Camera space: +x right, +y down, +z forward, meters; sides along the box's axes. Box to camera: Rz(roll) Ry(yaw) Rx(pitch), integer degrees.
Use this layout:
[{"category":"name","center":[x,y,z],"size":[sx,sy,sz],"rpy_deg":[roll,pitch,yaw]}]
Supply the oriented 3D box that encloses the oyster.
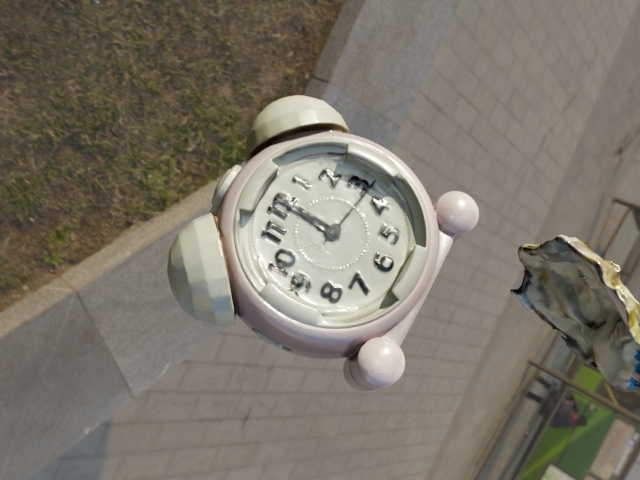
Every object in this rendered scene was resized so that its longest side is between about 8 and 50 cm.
[{"category":"oyster","center":[0.317,0.076,0.717],"size":[0.083,0.214,0.223],"rpy_deg":[-41,168,-7]}]

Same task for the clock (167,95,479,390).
[{"category":"clock","center":[0.000,0.000,0.834],"size":[0.342,0.325,0.184],"rpy_deg":[-61,-176,-23]}]
